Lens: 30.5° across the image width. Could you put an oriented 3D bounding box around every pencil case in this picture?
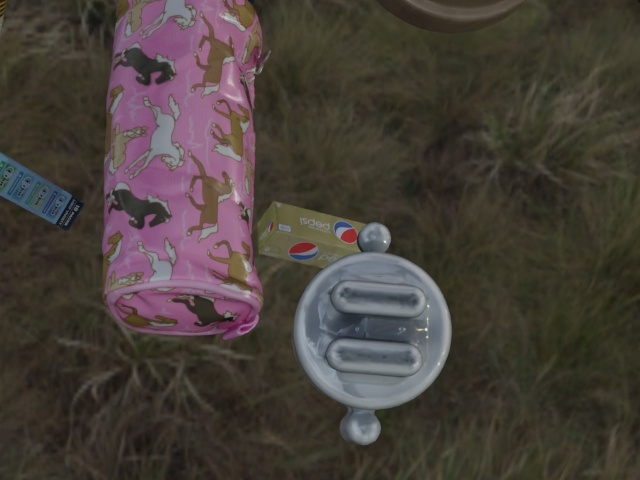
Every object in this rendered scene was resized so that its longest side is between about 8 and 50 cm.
[{"bbox_3d":[-0.138,-0.087,1.227,0.167,0.160,0.386,-4,65,8],"label":"pencil case"}]

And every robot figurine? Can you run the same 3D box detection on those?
[{"bbox_3d":[0.062,0.122,1.568,0.199,0.353,0.300,8,82,-1],"label":"robot figurine"}]

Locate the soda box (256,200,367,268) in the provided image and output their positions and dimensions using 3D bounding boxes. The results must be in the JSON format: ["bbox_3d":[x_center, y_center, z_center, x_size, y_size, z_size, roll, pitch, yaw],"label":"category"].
[{"bbox_3d":[0.000,0.000,1.745,0.181,0.061,0.058,14,48,-25],"label":"soda box"}]

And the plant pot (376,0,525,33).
[{"bbox_3d":[0.178,-0.400,1.376,0.263,0.229,0.263,1,82,-10],"label":"plant pot"}]

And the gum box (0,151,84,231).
[{"bbox_3d":[-0.360,-0.084,1.240,0.157,0.184,0.041,28,86,25],"label":"gum box"}]

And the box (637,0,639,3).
[{"bbox_3d":[0.380,-0.357,1.124,0.203,0.167,0.168,-53,29,-19],"label":"box"}]

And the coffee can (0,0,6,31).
[{"bbox_3d":[-0.345,-0.189,0.908,0.201,0.275,0.201,15,20,-5],"label":"coffee can"}]
